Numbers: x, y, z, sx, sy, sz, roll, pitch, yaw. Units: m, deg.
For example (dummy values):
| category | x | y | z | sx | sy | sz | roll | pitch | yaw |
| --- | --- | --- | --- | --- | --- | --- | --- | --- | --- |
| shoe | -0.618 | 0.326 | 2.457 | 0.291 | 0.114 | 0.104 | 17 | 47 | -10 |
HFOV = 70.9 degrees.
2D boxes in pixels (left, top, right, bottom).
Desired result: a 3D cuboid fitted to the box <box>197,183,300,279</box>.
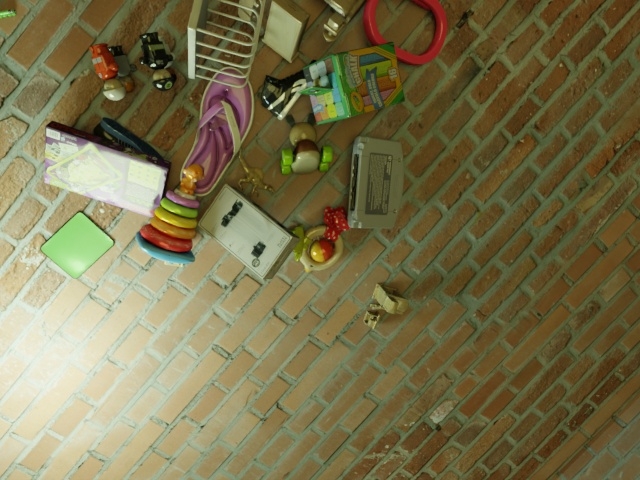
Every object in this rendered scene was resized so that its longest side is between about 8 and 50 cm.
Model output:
| category | x | y | z | sx | sy | sz | roll | pitch | yaw |
| --- | --- | --- | --- | --- | --- | --- | --- | --- | --- |
| box | -0.227 | -0.029 | 1.427 | 0.290 | 0.087 | 0.169 | 37 | 97 | 14 |

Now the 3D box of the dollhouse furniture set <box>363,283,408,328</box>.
| category | x | y | z | sx | sy | sz | roll | pitch | yaw |
| --- | --- | --- | --- | --- | --- | --- | --- | --- | --- |
| dollhouse furniture set | 0.242 | 0.266 | 1.588 | 0.101 | 0.182 | 0.161 | 16 | 101 | -12 |

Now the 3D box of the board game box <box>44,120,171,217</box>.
| category | x | y | z | sx | sy | sz | roll | pitch | yaw |
| --- | --- | --- | --- | --- | --- | --- | --- | --- | --- |
| board game box | -0.645 | -0.206 | 1.363 | 0.346 | 0.056 | 0.208 | 19 | 124 | -13 |

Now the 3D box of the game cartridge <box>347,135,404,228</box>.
| category | x | y | z | sx | sy | sz | roll | pitch | yaw |
| --- | --- | --- | --- | --- | --- | --- | --- | --- | --- |
| game cartridge | 0.189 | -0.187 | 1.494 | 0.195 | 0.060 | 0.295 | 1 | 98 | -28 |

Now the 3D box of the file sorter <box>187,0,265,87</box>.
| category | x | y | z | sx | sy | sz | roll | pitch | yaw |
| --- | --- | --- | --- | --- | --- | --- | --- | --- | --- |
| file sorter | -0.259 | -0.572 | 1.232 | 0.173 | 0.277 | 0.193 | 11 | 82 | -14 |

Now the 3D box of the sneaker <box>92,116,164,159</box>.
| category | x | y | z | sx | sy | sz | roll | pitch | yaw |
| --- | --- | --- | --- | --- | --- | --- | --- | --- | --- |
| sneaker | -0.590 | -0.273 | 1.388 | 0.232 | 0.081 | 0.090 | 39 | 110 | -16 |

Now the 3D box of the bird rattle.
| category | x | y | z | sx | sy | sz | roll | pitch | yaw |
| --- | --- | --- | --- | --- | --- | --- | --- | --- | --- |
| bird rattle | 0.000 | 0.000 | 1.542 | 0.253 | 0.143 | 0.207 | -23 | 118 | -16 |

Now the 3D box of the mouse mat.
| category | x | y | z | sx | sy | sz | roll | pitch | yaw |
| --- | --- | --- | --- | --- | --- | --- | --- | --- | --- |
| mouse mat | -0.790 | 0.018 | 1.462 | 0.189 | 0.007 | 0.153 | -42 | 106 | 2 |

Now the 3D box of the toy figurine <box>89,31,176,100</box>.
| category | x | y | z | sx | sy | sz | roll | pitch | yaw |
| --- | --- | --- | --- | --- | --- | --- | --- | --- | --- |
| toy figurine | -0.515 | -0.488 | 1.272 | 0.212 | 0.209 | 0.148 | -16 | 112 | -5 |

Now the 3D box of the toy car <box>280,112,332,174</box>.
| category | x | y | z | sx | sy | sz | roll | pitch | yaw |
| --- | --- | --- | --- | --- | --- | --- | --- | --- | --- |
| toy car | -0.057 | -0.321 | 1.446 | 0.154 | 0.149 | 0.189 | -6 | 76 | -11 |

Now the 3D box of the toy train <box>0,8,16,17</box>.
| category | x | y | z | sx | sy | sz | roll | pitch | yaw |
| --- | --- | --- | --- | --- | --- | --- | --- | --- | --- |
| toy train | -0.906 | -0.640 | 1.269 | 0.083 | 0.024 | 0.017 | -14 | 106 | -4 |

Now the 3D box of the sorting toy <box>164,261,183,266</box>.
| category | x | y | z | sx | sy | sz | roll | pitch | yaw |
| --- | --- | --- | --- | --- | --- | --- | --- | --- | --- |
| sorting toy | -0.488 | 0.046 | 1.511 | 0.061 | 0.012 | 0.083 | 11 | 102 | -11 |

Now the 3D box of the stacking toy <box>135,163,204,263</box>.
| category | x | y | z | sx | sy | sz | roll | pitch | yaw |
| --- | --- | --- | --- | --- | --- | --- | --- | --- | --- |
| stacking toy | -0.436 | -0.097 | 1.384 | 0.175 | 0.165 | 0.302 | 18 | 101 | -32 |

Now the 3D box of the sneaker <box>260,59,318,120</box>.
| category | x | y | z | sx | sy | sz | roll | pitch | yaw |
| --- | --- | --- | --- | --- | --- | --- | --- | --- | --- |
| sneaker | -0.105 | -0.497 | 1.397 | 0.121 | 0.079 | 0.217 | 36 | 97 | -15 |

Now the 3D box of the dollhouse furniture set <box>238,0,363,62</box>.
| category | x | y | z | sx | sy | sz | roll | pitch | yaw |
| --- | --- | --- | --- | --- | --- | --- | --- | --- | --- |
| dollhouse furniture set | -0.034 | -0.744 | 1.368 | 0.303 | 0.174 | 0.356 | 36 | 68 | -4 |

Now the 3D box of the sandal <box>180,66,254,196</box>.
| category | x | y | z | sx | sy | sz | roll | pitch | yaw |
| --- | --- | --- | --- | --- | --- | --- | --- | --- | --- |
| sandal | -0.315 | -0.326 | 1.396 | 0.169 | 0.102 | 0.417 | 18 | 100 | -13 |

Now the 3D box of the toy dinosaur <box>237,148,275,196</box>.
| category | x | y | z | sx | sy | sz | roll | pitch | yaw |
| --- | --- | --- | --- | --- | --- | --- | --- | --- | --- |
| toy dinosaur | -0.231 | -0.206 | 1.474 | 0.093 | 0.053 | 0.183 | -46 | 116 | -9 |

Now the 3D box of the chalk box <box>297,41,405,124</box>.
| category | x | y | z | sx | sy | sz | roll | pitch | yaw |
| --- | --- | --- | --- | --- | --- | --- | --- | --- | --- |
| chalk box | 0.075 | -0.455 | 1.331 | 0.288 | 0.180 | 0.179 | -24 | 108 | -27 |

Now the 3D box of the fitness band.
| category | x | y | z | sx | sy | sz | roll | pitch | yaw |
| --- | --- | --- | --- | --- | --- | --- | --- | --- | --- |
| fitness band | 0.264 | -0.670 | 1.394 | 0.290 | 0.054 | 0.209 | 11 | 102 | -27 |
